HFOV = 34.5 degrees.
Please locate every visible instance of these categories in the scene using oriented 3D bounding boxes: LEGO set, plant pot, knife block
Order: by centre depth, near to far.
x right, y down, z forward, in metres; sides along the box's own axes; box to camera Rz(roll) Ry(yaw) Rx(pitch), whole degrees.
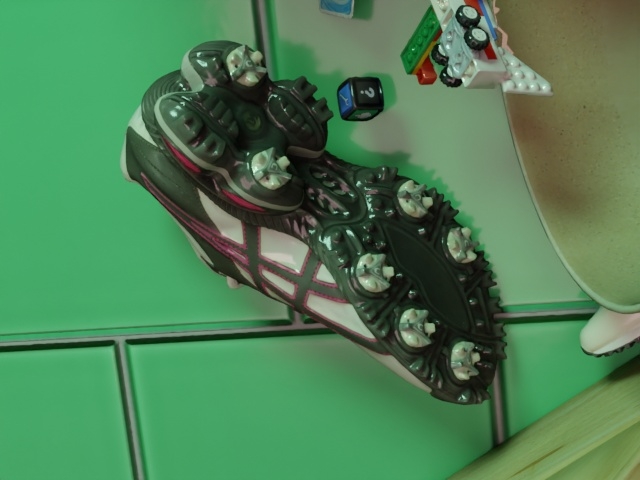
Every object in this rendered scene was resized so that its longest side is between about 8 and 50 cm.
[{"bbox_3d":[0.206,-0.121,0.475,0.191,0.284,0.284,-9,100,-3],"label":"plant pot"},{"bbox_3d":[0.058,-0.176,0.550,0.060,0.182,0.244,-2,107,-24],"label":"LEGO set"},{"bbox_3d":[0.217,0.112,0.614,0.088,0.242,0.276,53,150,-2],"label":"knife block"}]

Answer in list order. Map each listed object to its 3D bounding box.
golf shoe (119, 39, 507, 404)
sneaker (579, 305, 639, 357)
[{"bbox_3d":[0.000,0.000,0.626,0.273,0.105,0.120,44,143,-13],"label":"golf shoe"},{"bbox_3d":[0.202,-0.003,0.604,0.161,0.057,0.075,-45,74,17],"label":"sneaker"}]
